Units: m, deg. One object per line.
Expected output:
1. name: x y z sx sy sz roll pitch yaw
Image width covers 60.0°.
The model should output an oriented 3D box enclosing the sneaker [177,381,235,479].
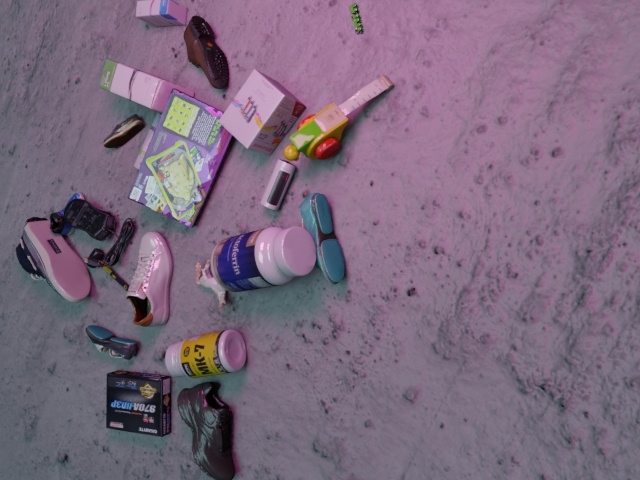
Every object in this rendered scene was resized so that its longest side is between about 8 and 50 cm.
1. sneaker: -0.300 0.535 1.564 0.130 0.109 0.286 -29 79 15

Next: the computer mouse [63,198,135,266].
1. computer mouse: -0.724 -0.017 1.783 0.262 0.060 0.184 21 82 14

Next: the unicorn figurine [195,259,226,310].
1. unicorn figurine: -0.300 0.122 1.601 0.162 0.060 0.111 20 98 40

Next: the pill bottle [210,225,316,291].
1. pill bottle: -0.149 0.047 1.444 0.264 0.153 0.153 -13 83 39

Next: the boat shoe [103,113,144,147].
1. boat shoe: -0.627 -0.346 1.760 0.152 0.056 0.049 -28 73 12

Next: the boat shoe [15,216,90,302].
1. boat shoe: -0.893 0.095 1.846 0.158 0.127 0.340 -47 69 31

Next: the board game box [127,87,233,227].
1. board game box: -0.395 -0.235 1.607 0.208 0.056 0.347 26 100 0

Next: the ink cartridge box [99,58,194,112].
1. ink cartridge box: -0.514 -0.448 1.648 0.219 0.160 0.093 26 101 23

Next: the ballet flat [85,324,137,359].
1. ballet flat: -0.667 0.328 1.753 0.203 0.074 0.074 15 95 22

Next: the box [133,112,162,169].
1. box: -0.477 -0.276 1.695 0.145 0.038 0.186 33 103 22

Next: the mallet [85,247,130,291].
1. mallet: -0.672 0.093 1.781 0.189 0.039 0.062 30 99 17

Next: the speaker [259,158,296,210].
1. speaker: -0.116 -0.154 1.519 0.055 0.055 0.136 28 100 22

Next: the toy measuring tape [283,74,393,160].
1. toy measuring tape: 0.046 -0.304 1.442 0.330 0.121 0.121 -35 74 -3

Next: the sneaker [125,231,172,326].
1. sneaker: -0.518 0.114 1.660 0.106 0.123 0.290 -7 85 26

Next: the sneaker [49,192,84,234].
1. sneaker: -0.841 -0.090 1.831 0.058 0.084 0.152 31 101 22

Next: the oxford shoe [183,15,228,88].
1. oxford shoe: -0.336 -0.533 1.625 0.096 0.083 0.227 -33 75 40

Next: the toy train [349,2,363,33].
1. toy train: 0.093 -0.581 1.453 0.023 0.017 0.083 -16 82 33

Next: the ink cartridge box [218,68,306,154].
1. ink cartridge box: -0.158 -0.342 1.501 0.127 0.128 0.176 45 107 18

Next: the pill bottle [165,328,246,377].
1. pill bottle: -0.326 0.325 1.569 0.208 0.119 0.119 -14 83 24

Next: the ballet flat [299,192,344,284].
1. ballet flat: 0.000 0.000 1.459 0.087 0.083 0.247 -20 80 47

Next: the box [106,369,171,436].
1. box: -0.561 0.499 1.708 0.220 0.051 0.175 0 89 24

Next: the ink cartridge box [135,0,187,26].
1. ink cartridge box: -0.481 -0.688 1.677 0.122 0.088 0.052 5 91 25
